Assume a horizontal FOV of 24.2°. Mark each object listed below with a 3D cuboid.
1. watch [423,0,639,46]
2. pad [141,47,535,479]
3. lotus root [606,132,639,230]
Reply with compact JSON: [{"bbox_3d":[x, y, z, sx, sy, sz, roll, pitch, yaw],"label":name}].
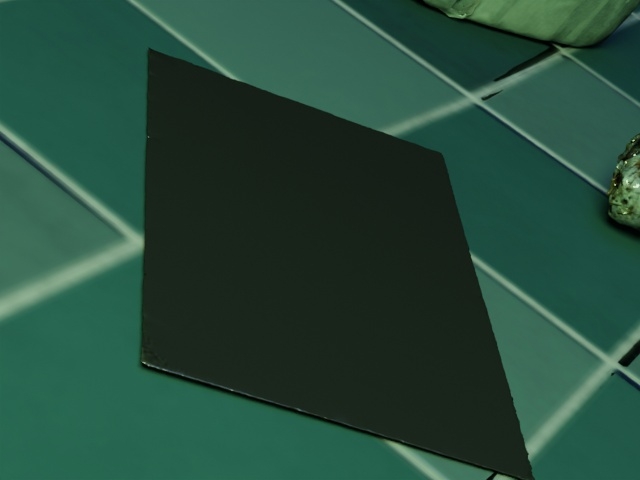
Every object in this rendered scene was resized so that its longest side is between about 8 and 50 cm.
[{"bbox_3d":[0.043,-0.231,0.791,0.276,0.068,0.274,13,45,-29],"label":"watch"},{"bbox_3d":[0.000,0.000,0.505,0.127,0.004,0.190,19,30,-18],"label":"pad"},{"bbox_3d":[0.199,-0.016,0.631,0.165,0.088,0.088,15,31,-6],"label":"lotus root"}]
